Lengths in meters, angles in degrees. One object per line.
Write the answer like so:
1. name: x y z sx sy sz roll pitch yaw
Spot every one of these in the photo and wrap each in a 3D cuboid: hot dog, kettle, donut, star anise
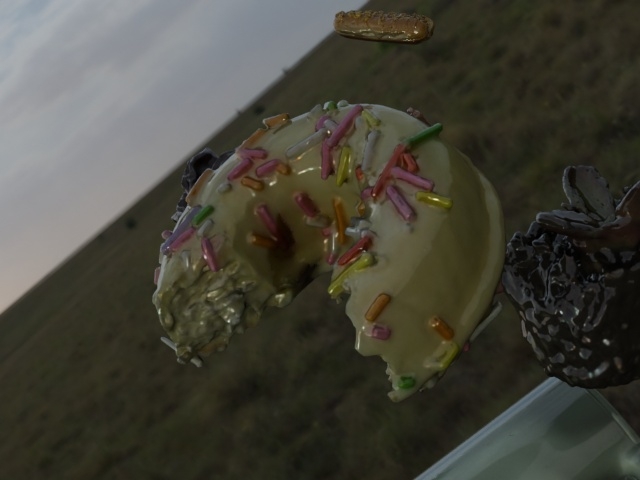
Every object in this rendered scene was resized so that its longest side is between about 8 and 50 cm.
1. hot dog: 0.097 -0.338 1.735 0.165 0.045 0.071 11 24 24
2. kettle: 0.233 0.318 1.302 0.318 0.205 0.265 -35 -13 -8
3. donut: 0.009 -0.005 1.094 0.371 0.150 0.307 5 56 39
4. star anise: -0.144 -0.031 1.612 0.125 0.190 0.220 -29 -26 -43

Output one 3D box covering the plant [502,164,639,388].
1. plant: 0.292 0.033 1.177 0.178 0.234 0.204 -24 18 -19
